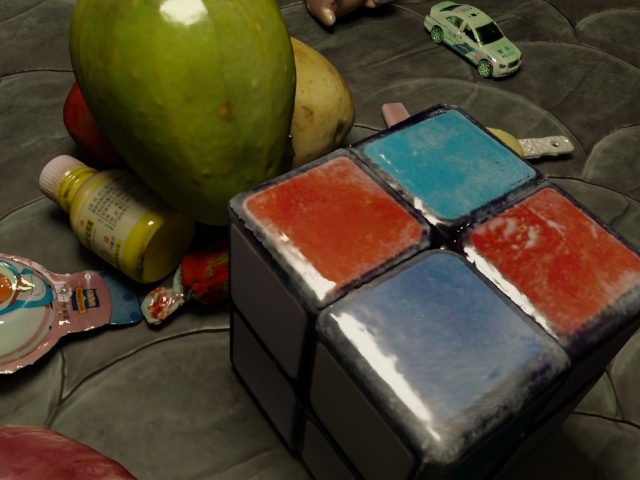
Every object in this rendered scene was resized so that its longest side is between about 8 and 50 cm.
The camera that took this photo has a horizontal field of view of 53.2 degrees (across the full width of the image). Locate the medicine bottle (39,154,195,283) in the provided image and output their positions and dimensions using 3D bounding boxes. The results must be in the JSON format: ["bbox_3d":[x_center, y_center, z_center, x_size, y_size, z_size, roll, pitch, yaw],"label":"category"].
[{"bbox_3d":[-0.288,-0.041,0.878,0.212,0.122,0.122,30,53,17],"label":"medicine bottle"}]

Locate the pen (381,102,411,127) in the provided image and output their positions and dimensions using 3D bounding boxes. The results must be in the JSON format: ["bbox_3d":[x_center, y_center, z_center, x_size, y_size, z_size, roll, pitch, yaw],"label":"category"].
[{"bbox_3d":[0.155,-0.169,1.103,0.053,0.032,0.197,-6,49,-14],"label":"pen"}]

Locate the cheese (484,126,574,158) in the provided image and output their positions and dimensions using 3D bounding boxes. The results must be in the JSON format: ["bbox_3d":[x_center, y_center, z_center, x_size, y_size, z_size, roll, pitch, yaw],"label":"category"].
[{"bbox_3d":[0.320,-0.156,1.102,0.255,0.050,0.127,-9,50,-16],"label":"cheese"}]

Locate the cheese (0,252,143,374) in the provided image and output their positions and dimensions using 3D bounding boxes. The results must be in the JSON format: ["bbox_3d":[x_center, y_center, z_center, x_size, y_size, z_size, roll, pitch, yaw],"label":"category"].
[{"bbox_3d":[-0.371,0.082,0.797,0.285,0.074,0.189,-3,51,-28],"label":"cheese"}]

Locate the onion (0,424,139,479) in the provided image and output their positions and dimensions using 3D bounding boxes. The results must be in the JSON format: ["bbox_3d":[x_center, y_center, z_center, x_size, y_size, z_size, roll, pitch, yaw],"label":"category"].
[{"bbox_3d":[-0.220,0.315,0.506,0.347,0.348,0.285,35,12,20],"label":"onion"}]

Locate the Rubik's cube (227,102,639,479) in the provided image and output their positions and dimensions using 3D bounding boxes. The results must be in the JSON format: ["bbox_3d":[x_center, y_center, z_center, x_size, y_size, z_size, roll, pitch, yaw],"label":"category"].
[{"bbox_3d":[0.102,0.094,0.693,0.318,0.316,0.313,-26,57,-27],"label":"Rubik's cube"}]

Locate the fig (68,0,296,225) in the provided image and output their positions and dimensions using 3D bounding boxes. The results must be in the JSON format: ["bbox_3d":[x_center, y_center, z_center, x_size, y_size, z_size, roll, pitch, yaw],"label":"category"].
[{"bbox_3d":[-0.149,-0.178,0.781,0.257,0.327,0.258,-14,20,5],"label":"fig"}]

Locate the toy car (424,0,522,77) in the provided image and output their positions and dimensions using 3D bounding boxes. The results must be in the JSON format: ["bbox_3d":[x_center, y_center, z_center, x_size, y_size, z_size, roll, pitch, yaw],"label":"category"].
[{"bbox_3d":[0.315,-0.417,1.302,0.090,0.076,0.224,-28,59,-29],"label":"toy car"}]

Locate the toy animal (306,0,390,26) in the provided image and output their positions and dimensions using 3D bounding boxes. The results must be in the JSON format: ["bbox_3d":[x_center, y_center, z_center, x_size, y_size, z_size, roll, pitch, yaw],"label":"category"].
[{"bbox_3d":[0.078,-0.581,1.335,0.256,0.195,0.213,-23,64,-27],"label":"toy animal"}]

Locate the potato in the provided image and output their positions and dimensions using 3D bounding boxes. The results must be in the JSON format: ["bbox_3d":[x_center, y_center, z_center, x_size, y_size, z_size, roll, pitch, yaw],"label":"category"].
[{"bbox_3d":[-0.067,-0.218,1.007,0.242,0.243,0.285,-32,52,-29],"label":"potato"}]

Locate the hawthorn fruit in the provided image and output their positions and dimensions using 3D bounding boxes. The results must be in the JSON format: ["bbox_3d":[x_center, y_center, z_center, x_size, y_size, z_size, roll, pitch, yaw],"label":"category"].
[{"bbox_3d":[-0.289,-0.186,0.967,0.251,0.190,0.189,22,50,28],"label":"hawthorn fruit"}]

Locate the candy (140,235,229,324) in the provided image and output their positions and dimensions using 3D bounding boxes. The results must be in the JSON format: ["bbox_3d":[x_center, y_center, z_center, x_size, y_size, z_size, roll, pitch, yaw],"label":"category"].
[{"bbox_3d":[-0.104,0.029,0.843,0.292,0.059,0.086,-24,40,2],"label":"candy"}]
